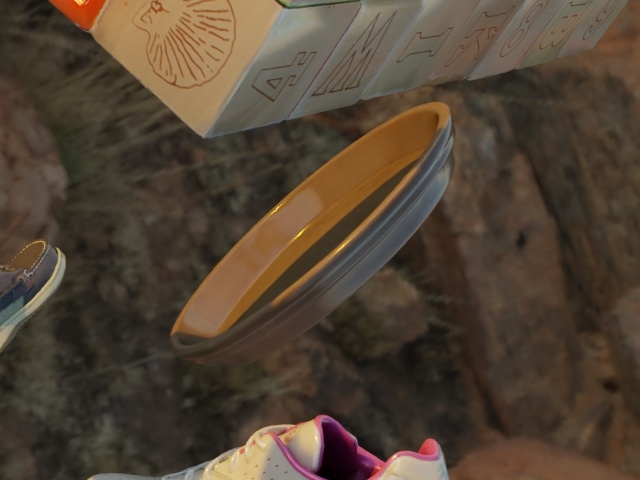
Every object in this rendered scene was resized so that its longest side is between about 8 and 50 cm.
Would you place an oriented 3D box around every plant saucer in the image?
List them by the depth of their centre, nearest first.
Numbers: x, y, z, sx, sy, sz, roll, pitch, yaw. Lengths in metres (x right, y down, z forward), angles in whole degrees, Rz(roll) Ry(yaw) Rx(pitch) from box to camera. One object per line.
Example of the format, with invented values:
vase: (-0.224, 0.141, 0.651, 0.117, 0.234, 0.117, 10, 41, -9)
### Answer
plant saucer: (0.000, 0.000, 1.173, 0.041, 0.278, 0.278, 47, 37, -12)

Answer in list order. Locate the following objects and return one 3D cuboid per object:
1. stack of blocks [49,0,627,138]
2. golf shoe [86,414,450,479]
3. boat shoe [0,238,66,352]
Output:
stack of blocks: (0.003, -0.137, 0.516, 0.171, 0.087, 0.297, 42, 27, 15)
golf shoe: (-0.037, 0.179, 1.080, 0.115, 0.306, 0.140, -18, 112, -62)
boat shoe: (-0.335, 0.058, 1.587, 0.073, 0.080, 0.223, 58, 36, -23)
